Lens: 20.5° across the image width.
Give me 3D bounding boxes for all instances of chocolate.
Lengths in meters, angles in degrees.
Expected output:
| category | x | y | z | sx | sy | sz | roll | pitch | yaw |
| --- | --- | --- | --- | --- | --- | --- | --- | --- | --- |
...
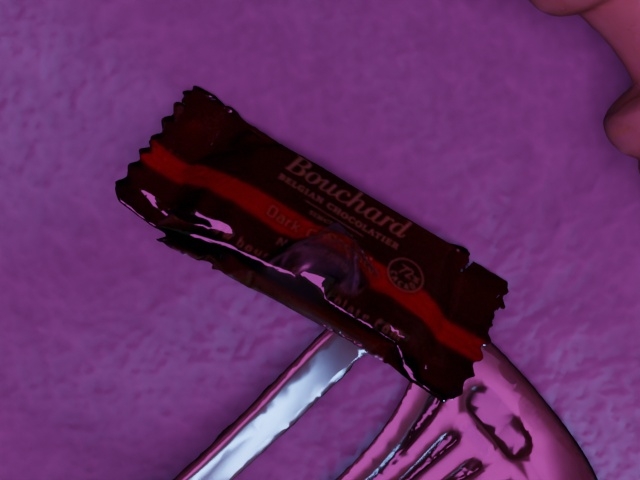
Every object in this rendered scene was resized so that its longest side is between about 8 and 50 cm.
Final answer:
| category | x | y | z | sx | sy | sz | roll | pitch | yaw |
| --- | --- | --- | --- | --- | --- | --- | --- | --- | --- |
| chocolate | 0.000 | 0.000 | 0.801 | 0.182 | 0.086 | 0.028 | 32 | 143 | 2 |

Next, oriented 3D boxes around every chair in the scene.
| category | x | y | z | sx | sy | sz | roll | pitch | yaw |
| --- | --- | --- | --- | --- | --- | --- | --- | --- | --- |
| chair | -0.033 | 0.180 | 0.767 | 0.326 | 0.183 | 0.175 | -41 | 88 | 8 |

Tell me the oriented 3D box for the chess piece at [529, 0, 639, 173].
| category | x | y | z | sx | sy | sz | roll | pitch | yaw |
| --- | --- | --- | --- | --- | --- | --- | --- | --- | --- |
| chess piece | 0.178 | -0.069 | 0.765 | 0.139 | 0.124 | 0.307 | -38 | 99 | -23 |
